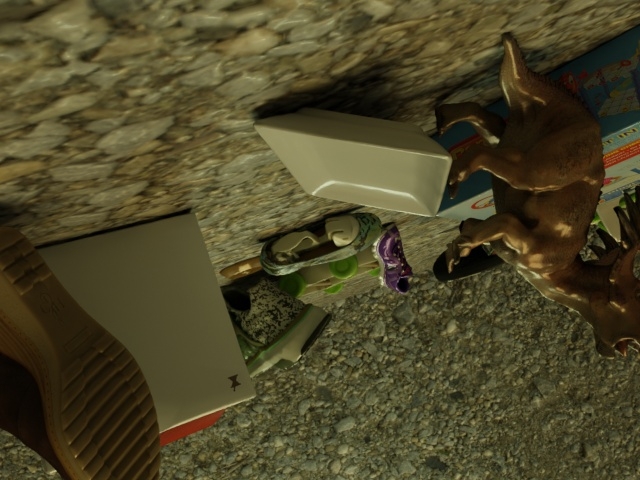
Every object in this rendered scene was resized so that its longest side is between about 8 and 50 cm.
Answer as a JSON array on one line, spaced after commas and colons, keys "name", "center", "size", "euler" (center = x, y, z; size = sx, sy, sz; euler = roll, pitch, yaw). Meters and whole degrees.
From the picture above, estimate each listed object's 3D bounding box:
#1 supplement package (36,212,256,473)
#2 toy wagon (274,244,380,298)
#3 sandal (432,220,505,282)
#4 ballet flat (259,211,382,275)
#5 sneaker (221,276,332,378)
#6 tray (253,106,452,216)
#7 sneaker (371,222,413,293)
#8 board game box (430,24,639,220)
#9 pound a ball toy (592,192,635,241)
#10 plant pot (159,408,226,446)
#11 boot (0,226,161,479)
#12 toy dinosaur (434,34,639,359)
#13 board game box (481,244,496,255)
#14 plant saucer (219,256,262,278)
[{"name": "supplement package", "center": [-0.222, 0.119, 0.722], "size": [0.199, 0.198, 0.263], "euler": [-16, 171, -24]}, {"name": "toy wagon", "center": [-0.001, 0.081, 1.417], "size": [0.345, 0.068, 0.267], "euler": [-22, 170, 18]}, {"name": "sandal", "center": [0.392, -0.053, 1.375], "size": [0.446, 0.107, 0.168], "euler": [-31, -166, -24]}, {"name": "ballet flat", "center": [0.000, 0.000, 0.952], "size": [0.189, 0.070, 0.070], "euler": [-23, 171, -1]}, {"name": "sneaker", "center": [-0.131, 0.159, 1.314], "size": [0.158, 0.182, 0.410], "euler": [-44, -174, -33]}, {"name": "tray", "center": [0.040, -0.066, 0.588], "size": [0.145, 0.030, 0.270], "euler": [10, 175, 9]}, {"name": "sneaker", "center": [0.149, 0.036, 1.271], "size": [0.068, 0.071, 0.169], "euler": [-39, 138, -22]}, {"name": "board game box", "center": [0.316, -0.112, 0.753], "size": [0.308, 0.086, 0.302], "euler": [-26, 161, 33]}, {"name": "pound a ball toy", "center": [0.563, -0.131, 1.009], "size": [0.319, 0.135, 0.208], "euler": [-31, -167, 10]}, {"name": "plant pot", "center": [-0.360, 0.347, 1.684], "size": [0.236, 0.267, 0.267], "euler": [-40, 161, 33]}, {"name": "boot", "center": [-0.252, 0.118, 0.531], "size": [0.207, 0.248, 0.090], "euler": [-23, -172, 33]}, {"name": "toy dinosaur", "center": [0.212, -0.045, 0.588], "size": [0.201, 0.295, 0.127], "euler": [-6, -157, 7]}, {"name": "board game box", "center": [0.364, -0.064, 1.173], "size": [0.194, 0.060, 0.194], "euler": [-3, 134, -39]}, {"name": "plant saucer", "center": [-0.127, 0.048, 1.099], "size": [0.083, 0.015, 0.083], "euler": [-20, 171, -3]}]
